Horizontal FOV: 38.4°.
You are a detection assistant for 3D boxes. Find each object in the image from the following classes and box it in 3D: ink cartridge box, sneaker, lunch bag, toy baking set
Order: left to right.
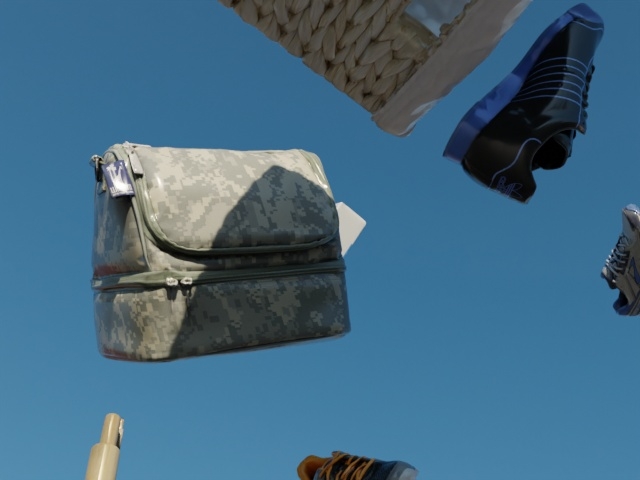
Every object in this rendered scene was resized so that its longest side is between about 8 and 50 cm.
[{"bbox_3d":[-0.238,0.279,0.972,0.030,0.256,0.196,10,-39,-11],"label":"toy baking set"},{"bbox_3d":[-0.128,0.010,1.129,0.305,0.256,0.212,-3,-5,-34],"label":"lunch bag"},{"bbox_3d":[0.000,0.000,1.337,0.052,0.088,0.122,39,-20,-15],"label":"ink cartridge box"},{"bbox_3d":[0.038,0.289,1.094,0.083,0.084,0.215,48,-35,-6],"label":"sneaker"},{"bbox_3d":[0.210,-0.124,0.842,0.090,0.232,0.081,38,-25,13],"label":"sneaker"},{"bbox_3d":[0.326,0.027,0.969,0.058,0.052,0.135,-12,-66,9],"label":"sneaker"}]

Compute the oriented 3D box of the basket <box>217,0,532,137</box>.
[{"bbox_3d":[0.093,-0.338,0.788,0.266,0.331,0.328,34,-33,-7],"label":"basket"}]
